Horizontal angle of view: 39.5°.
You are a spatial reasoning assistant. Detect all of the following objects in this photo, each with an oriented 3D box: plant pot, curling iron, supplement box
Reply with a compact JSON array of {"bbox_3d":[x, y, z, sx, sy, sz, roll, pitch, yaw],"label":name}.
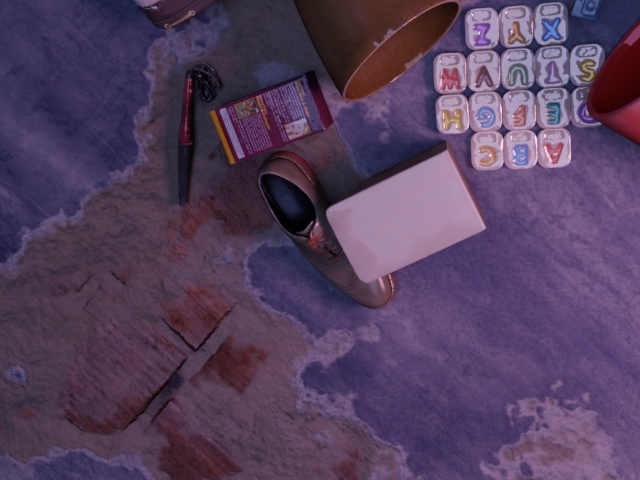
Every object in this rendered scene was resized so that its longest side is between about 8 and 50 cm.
[{"bbox_3d":[0.591,-0.223,1.355,0.243,0.275,0.275,37,110,-11],"label":"plant pot"},{"bbox_3d":[0.053,-0.395,1.437,0.237,0.237,0.254,-41,81,20],"label":"plant pot"},{"bbox_3d":[-0.235,-0.190,1.642,0.068,0.035,0.274,16,109,7],"label":"curling iron"},{"bbox_3d":[-0.085,-0.218,1.579,0.188,0.081,0.104,-18,102,17],"label":"supplement box"}]

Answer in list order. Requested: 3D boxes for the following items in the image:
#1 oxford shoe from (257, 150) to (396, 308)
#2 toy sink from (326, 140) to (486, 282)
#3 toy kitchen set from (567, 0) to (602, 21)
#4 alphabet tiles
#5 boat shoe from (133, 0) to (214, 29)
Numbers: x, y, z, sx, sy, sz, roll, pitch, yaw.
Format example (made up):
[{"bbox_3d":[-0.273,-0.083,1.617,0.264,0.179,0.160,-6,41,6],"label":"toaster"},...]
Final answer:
[{"bbox_3d":[0.000,0.000,1.601,0.123,0.130,0.348,-41,95,20],"label":"oxford shoe"},{"bbox_3d":[0.148,-0.051,1.556,0.234,0.131,0.153,-26,100,13],"label":"toy sink"},{"bbox_3d":[0.354,-0.448,1.390,0.207,0.122,0.166,16,105,7],"label":"toy kitchen set"},{"bbox_3d":[0.335,-0.256,1.512,0.284,0.021,0.278,-1,106,12],"label":"alphabet tiles"},{"bbox_3d":[-0.165,-0.468,1.512,0.324,0.116,0.097,-28,141,7],"label":"boat shoe"}]
